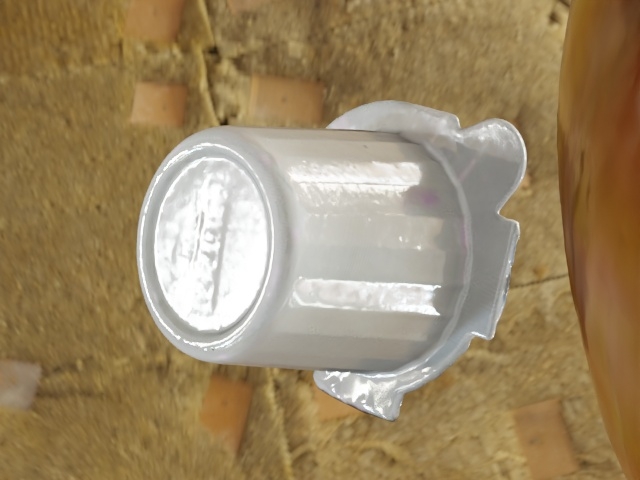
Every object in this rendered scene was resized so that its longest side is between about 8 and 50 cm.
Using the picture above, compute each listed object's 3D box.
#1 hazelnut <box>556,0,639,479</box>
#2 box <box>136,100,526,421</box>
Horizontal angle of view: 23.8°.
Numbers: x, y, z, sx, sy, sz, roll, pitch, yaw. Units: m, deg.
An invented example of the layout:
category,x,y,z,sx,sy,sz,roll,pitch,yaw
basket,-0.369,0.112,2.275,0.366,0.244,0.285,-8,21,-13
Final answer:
category,x,y,z,sx,sy,sz,roll,pitch,yaw
hazelnut,0.252,-0.021,0.366,0.409,0.359,0.359,2,-107,39
box,0.000,0.000,1.192,0.206,0.291,0.262,1,-118,-45
